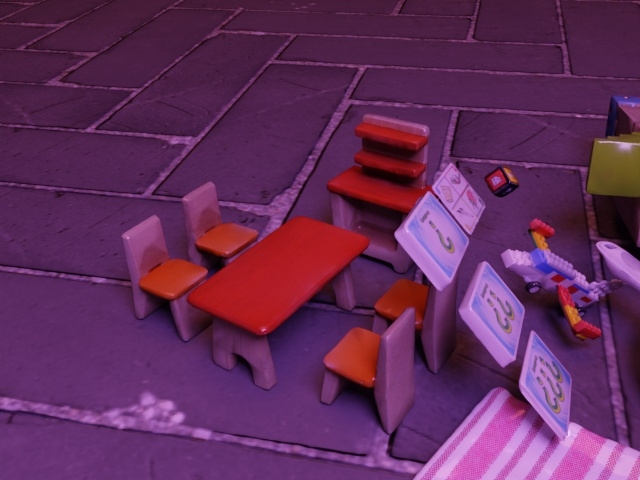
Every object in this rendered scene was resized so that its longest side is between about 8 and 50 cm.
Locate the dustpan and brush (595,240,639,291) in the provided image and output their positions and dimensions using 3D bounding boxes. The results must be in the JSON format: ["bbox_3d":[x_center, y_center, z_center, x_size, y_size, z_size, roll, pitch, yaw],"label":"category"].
[{"bbox_3d":[0.284,0.075,0.548,0.147,0.060,0.211,-16,37,-21],"label":"dustpan and brush"}]

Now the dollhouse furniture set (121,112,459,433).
[{"bbox_3d":[0.000,0.000,0.621,0.262,0.135,0.259,18,37,29],"label":"dollhouse furniture set"}]

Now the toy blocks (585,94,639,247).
[{"bbox_3d":[0.447,-0.072,0.705,0.382,0.190,0.261,5,22,12],"label":"toy blocks"}]

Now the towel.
[{"bbox_3d":[0.161,0.169,0.444,0.197,0.029,0.144,21,38,33],"label":"towel"}]

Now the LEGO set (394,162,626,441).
[{"bbox_3d":[0.161,0.011,0.562,0.060,0.182,0.244,-37,4,30],"label":"LEGO set"}]
